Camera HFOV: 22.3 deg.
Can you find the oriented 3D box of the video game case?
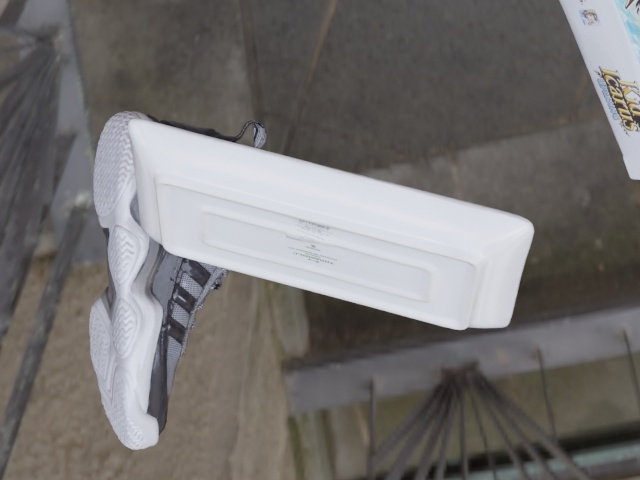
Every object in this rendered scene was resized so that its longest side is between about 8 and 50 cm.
[{"bbox_3d":[0.303,-0.226,1.337,0.061,0.269,0.244,7,137,45],"label":"video game case"}]

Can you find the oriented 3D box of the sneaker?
[{"bbox_3d":[-0.097,0.031,1.285,0.153,0.101,0.268,-3,101,-24],"label":"sneaker"}]

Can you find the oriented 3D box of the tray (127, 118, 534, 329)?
[{"bbox_3d":[0.000,0.000,1.084,0.270,0.030,0.145,15,149,7],"label":"tray"}]
